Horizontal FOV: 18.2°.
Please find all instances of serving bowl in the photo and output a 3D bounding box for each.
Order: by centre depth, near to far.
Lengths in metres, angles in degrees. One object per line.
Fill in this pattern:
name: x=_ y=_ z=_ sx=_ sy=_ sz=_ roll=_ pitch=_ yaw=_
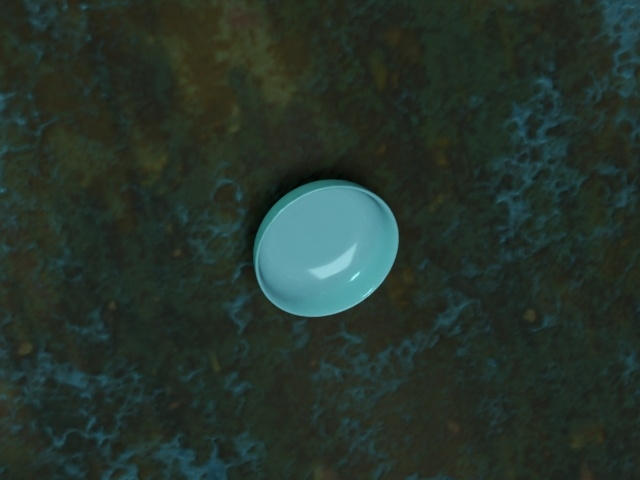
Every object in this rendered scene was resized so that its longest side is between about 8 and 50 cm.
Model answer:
serving bowl: x=0.000 y=0.000 z=1.106 sx=0.083 sy=0.027 sz=0.083 roll=-10 pitch=124 yaw=-15
